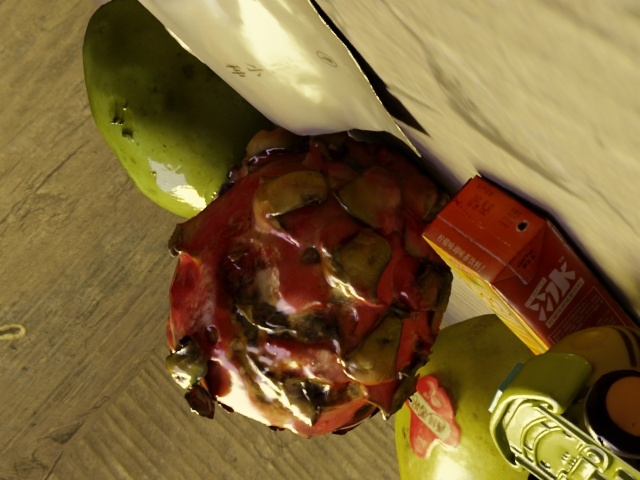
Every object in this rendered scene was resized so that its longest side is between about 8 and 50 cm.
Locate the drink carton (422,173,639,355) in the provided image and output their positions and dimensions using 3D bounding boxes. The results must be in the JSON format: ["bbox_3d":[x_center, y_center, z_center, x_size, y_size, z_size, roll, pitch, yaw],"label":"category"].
[{"bbox_3d":[0.184,0.047,0.811,0.223,0.071,0.096,42,180,-39],"label":"drink carton"}]

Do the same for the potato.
[{"bbox_3d":[-0.164,-0.159,1.180,0.304,0.216,0.216,55,-174,27],"label":"potato"}]

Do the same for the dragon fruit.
[{"bbox_3d":[0.000,0.000,1.001,0.296,0.263,0.314,14,-140,-7],"label":"dragon fruit"}]

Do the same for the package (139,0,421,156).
[{"bbox_3d":[-0.041,-0.164,0.829,0.251,0.062,0.204,21,165,45],"label":"package"}]

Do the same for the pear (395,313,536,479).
[{"bbox_3d":[0.227,0.272,1.323,0.287,0.375,0.287,11,-165,-3],"label":"pear"}]

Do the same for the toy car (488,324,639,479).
[{"bbox_3d":[0.253,0.153,0.712,0.248,0.142,0.200,38,154,14],"label":"toy car"}]

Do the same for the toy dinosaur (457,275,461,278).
[{"bbox_3d":[0.146,0.005,1.387,0.058,0.037,0.180,7,163,42],"label":"toy dinosaur"}]
